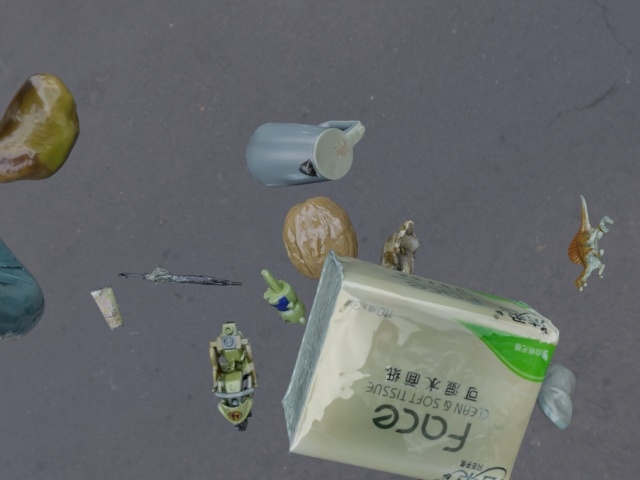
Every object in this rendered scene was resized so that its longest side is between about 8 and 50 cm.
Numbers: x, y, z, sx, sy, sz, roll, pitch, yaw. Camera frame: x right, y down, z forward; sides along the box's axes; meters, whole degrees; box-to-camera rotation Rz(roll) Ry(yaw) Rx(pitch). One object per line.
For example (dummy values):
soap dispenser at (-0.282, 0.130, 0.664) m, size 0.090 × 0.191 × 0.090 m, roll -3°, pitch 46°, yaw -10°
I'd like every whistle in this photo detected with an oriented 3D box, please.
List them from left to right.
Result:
whistle at (-0.113, 0.173, 1.616) m, size 0.085 × 0.227 × 0.105 m, roll -42°, pitch 35°, yaw -14°

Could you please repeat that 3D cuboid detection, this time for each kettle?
kettle at (-0.024, -0.215, 1.275) m, size 0.210 × 0.160 × 0.243 m, roll -40°, pitch 30°, yaw -31°

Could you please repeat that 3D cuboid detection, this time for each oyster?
oyster at (0.258, 0.066, 1.798) m, size 0.110 × 0.341 × 0.166 m, roll 22°, pitch 70°, yaw 21°

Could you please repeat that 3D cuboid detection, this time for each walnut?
walnut at (0.000, 0.000, 1.623) m, size 0.224 × 0.225 × 0.261 m, roll -15°, pitch 99°, yaw 17°

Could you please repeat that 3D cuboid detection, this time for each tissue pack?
tissue pack at (0.168, 0.234, 0.969) m, size 0.404 × 0.205 × 0.332 m, roll 15°, pitch 99°, yaw -8°

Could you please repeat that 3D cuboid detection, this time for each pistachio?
pistachio at (-0.428, -0.162, 0.814) m, size 0.189 × 0.100 × 0.110 m, roll -55°, pitch 36°, yaw 11°

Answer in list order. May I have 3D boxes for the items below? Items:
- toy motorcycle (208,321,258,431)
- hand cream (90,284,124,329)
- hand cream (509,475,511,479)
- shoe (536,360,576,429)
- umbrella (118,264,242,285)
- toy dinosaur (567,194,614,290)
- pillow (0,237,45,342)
toy motorcycle at (-0.321, 0.504, 2.009) m, size 0.168 × 0.237 × 0.410 m, roll -8°, pitch 78°, yaw -6°
hand cream at (-0.602, 0.194, 1.544) m, size 0.061 × 0.143 × 0.039 m, roll -16°, pitch 31°, yaw -7°
hand cream at (0.412, 0.490, 1.229) m, size 0.084 × 0.084 × 0.203 m, roll 4°, pitch 89°, yaw 22°
shoe at (0.616, 0.377, 1.390) m, size 0.103 × 0.251 × 0.100 m, roll 46°, pitch 116°, yaw -8°
umbrella at (-0.311, 0.082, 1.210) m, size 0.268 × 0.044 × 0.044 m, roll 5°, pitch 98°, yaw -17°
toy dinosaur at (0.630, 0.007, 1.276) m, size 0.057 × 0.212 × 0.142 m, roll 18°, pitch 128°, yaw -9°
pillow at (-0.412, 0.018, 0.615) m, size 0.086 × 0.214 × 0.233 m, roll -36°, pitch 89°, yaw -17°
